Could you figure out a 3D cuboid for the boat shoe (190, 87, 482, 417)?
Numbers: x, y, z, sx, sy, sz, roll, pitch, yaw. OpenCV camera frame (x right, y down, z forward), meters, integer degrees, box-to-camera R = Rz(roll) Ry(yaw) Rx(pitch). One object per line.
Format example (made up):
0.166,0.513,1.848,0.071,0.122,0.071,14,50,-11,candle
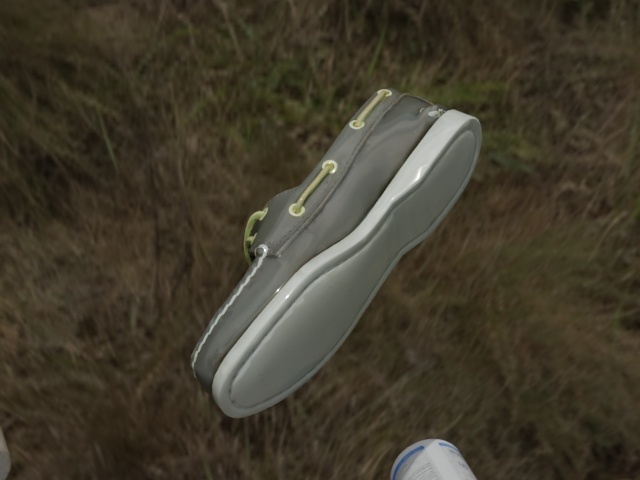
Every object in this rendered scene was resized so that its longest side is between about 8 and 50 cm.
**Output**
0.000,0.003,1.240,0.091,0.109,0.305,29,62,25,boat shoe

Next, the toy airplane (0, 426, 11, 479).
-0.414,0.236,1.031,0.384,0.386,0.272,9,34,-19,toy airplane

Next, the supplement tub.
0.108,0.227,1.458,0.071,0.107,0.071,-6,116,-13,supplement tub
